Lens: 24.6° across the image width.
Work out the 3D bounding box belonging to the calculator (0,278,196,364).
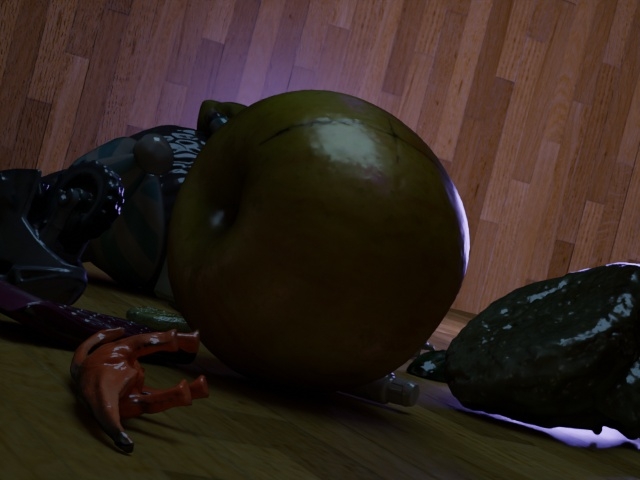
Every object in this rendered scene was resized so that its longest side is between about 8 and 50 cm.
[{"bbox_3d":[-0.210,0.074,1.280,0.190,0.034,0.127,20,-4,-37],"label":"calculator"}]

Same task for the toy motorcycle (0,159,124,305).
[{"bbox_3d":[-0.308,0.001,1.434,0.270,0.159,0.106,-4,-19,31],"label":"toy motorcycle"}]

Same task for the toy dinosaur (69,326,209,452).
[{"bbox_3d":[-0.127,0.087,0.979,0.101,0.055,0.279,-8,4,-1],"label":"toy dinosaur"}]

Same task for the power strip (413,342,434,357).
[{"bbox_3d":[0.070,0.130,1.997,0.191,0.030,0.047,14,0,-18],"label":"power strip"}]

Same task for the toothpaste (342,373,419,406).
[{"bbox_3d":[0.005,0.128,1.411,0.190,0.031,0.048,11,2,26],"label":"toothpaste"}]

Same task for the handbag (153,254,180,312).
[{"bbox_3d":[-0.053,0.087,1.731,0.256,0.079,0.219,15,-9,33],"label":"handbag"}]

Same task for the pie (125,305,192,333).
[{"bbox_3d":[-0.164,0.085,1.545,0.084,0.021,0.084,10,2,0],"label":"pie"}]

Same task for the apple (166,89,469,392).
[{"bbox_3d":[0.000,0.000,1.319,0.233,0.286,0.286,24,-4,-29],"label":"apple"}]

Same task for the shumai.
[{"bbox_3d":[0.273,0.156,1.570,0.272,0.203,0.222,-23,12,-17],"label":"shumai"}]

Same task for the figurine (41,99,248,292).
[{"bbox_3d":[-0.208,-0.018,1.918,0.378,0.266,0.361,-26,6,-24],"label":"figurine"}]

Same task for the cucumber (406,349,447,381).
[{"bbox_3d":[0.147,0.153,1.805,0.067,0.035,0.107,17,4,29],"label":"cucumber"}]
